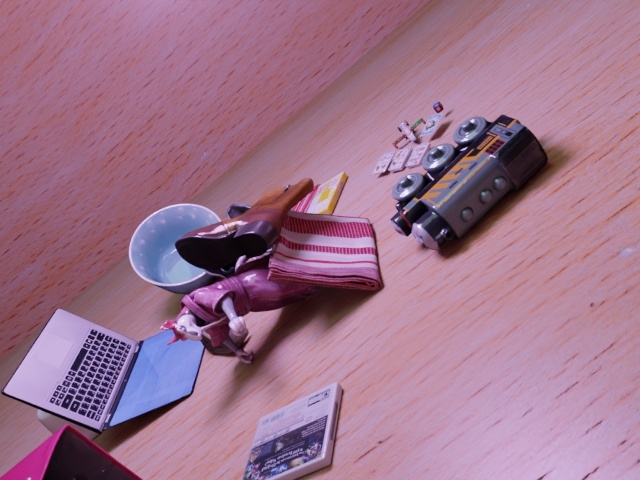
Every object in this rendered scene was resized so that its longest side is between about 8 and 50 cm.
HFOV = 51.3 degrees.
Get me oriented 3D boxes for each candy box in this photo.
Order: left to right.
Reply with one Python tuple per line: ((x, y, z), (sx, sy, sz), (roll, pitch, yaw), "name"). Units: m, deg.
((0.015, -0.125, 1.998), (0.105, 0.027, 0.205), (-30, 22, 34), "candy box")

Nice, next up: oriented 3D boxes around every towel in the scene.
((-0.123, -0.069, 2.130), (0.275, 0.031, 0.198), (-27, 25, 34), "towel")
((0.009, 0.010, 1.511), (0.237, 0.037, 0.329), (6, 26, -2), "towel")

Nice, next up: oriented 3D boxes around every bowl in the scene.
((-0.444, 0.050, 2.173), (0.312, 0.163, 0.311), (-3, 57, 5), "bowl")

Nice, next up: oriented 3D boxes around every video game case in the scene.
((-0.049, 0.346, 1.158), (0.190, 0.022, 0.173), (-31, 22, 25), "video game case")

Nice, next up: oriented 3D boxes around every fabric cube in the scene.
((-0.477, 0.543, 1.186), (0.258, 0.259, 0.254), (-38, 21, 12), "fabric cube")

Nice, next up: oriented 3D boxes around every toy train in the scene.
((0.292, -0.121, 1.344), (0.334, 0.142, 0.190), (-42, 30, -2), "toy train")

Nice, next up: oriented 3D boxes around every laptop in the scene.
((-0.542, 0.288, 1.778), (0.236, 0.408, 0.382), (-58, 13, 23), "laptop")

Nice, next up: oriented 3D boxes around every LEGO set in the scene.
((0.265, -0.277, 1.859), (0.183, 0.060, 0.244), (-8, 48, 51), "LEGO set")

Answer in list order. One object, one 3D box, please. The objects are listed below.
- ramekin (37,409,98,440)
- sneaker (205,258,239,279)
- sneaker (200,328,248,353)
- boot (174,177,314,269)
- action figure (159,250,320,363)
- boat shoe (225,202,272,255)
((-0.680, 0.451, 1.926), (0.277, 0.135, 0.277), (-36, 20, 15), "ramekin")
((-0.287, 0.060, 1.968), (0.235, 0.097, 0.084), (20, 58, 41), "sneaker")
((-0.245, 0.245, 1.685), (0.071, 0.066, 0.188), (-34, 19, -31), "sneaker")
((-0.176, -0.057, 1.554), (0.264, 0.096, 0.280), (-17, 25, 31), "boot")
((-0.192, 0.115, 1.487), (0.370, 0.275, 0.248), (-20, -24, -29), "action figure")
((-0.195, -0.036, 2.002), (0.335, 0.119, 0.121), (17, 73, 55), "boat shoe")
